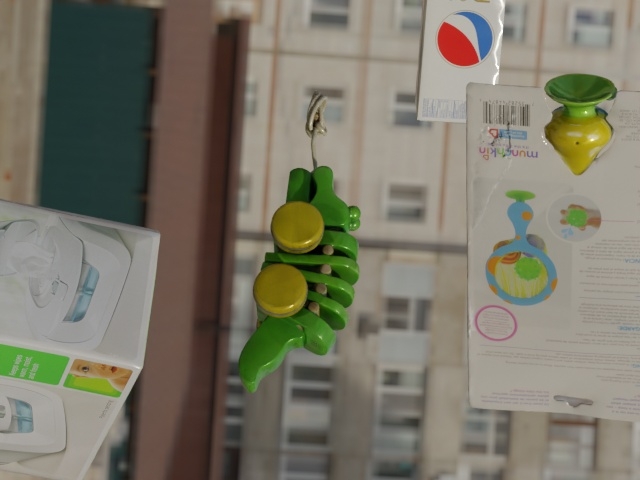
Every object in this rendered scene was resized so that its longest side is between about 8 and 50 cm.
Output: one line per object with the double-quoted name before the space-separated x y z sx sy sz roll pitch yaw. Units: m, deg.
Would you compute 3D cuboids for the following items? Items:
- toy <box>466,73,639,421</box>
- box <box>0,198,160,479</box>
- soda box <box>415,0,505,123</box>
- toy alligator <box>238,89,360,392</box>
"toy" 0.163 0.002 1.160 0.056 0.137 0.237 -68 158 -53
"box" -0.271 0.075 1.470 0.262 0.231 0.127 125 -27 -57
"soda box" 0.121 -0.211 1.570 0.074 0.069 0.216 -86 180 -72
"toy alligator" 0.000 0.000 1.017 0.056 0.051 0.190 90 13 -61
